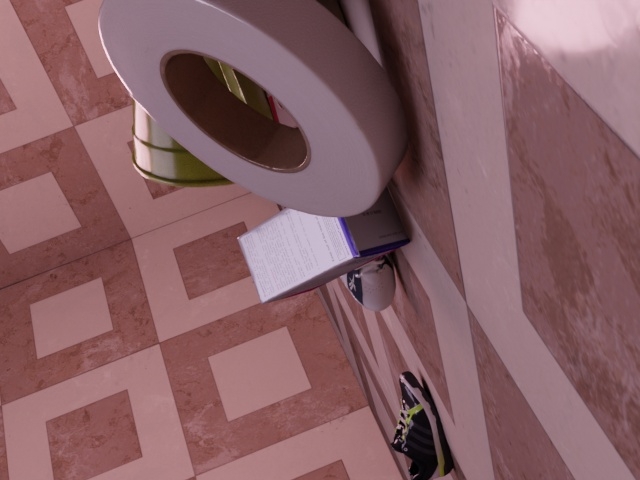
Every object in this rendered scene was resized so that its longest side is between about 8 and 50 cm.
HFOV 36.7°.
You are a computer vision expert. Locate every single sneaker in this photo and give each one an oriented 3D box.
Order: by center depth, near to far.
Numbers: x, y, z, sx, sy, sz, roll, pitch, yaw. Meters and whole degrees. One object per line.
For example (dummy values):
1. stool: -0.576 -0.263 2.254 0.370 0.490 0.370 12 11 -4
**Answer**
1. sneaker: 0.066 0.018 1.487 0.153 0.094 0.234 -96 -3 -74
2. sneaker: 0.173 0.357 1.784 0.084 0.097 0.234 -126 15 -71

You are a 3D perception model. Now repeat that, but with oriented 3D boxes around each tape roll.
1. tape roll: -0.083 -0.172 1.126 0.392 0.072 0.392 28 158 12

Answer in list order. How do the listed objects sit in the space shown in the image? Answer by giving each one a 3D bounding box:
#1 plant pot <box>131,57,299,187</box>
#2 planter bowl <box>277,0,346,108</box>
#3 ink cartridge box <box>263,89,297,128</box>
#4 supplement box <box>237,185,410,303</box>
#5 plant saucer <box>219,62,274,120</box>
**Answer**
1. plant pot: -0.226 -0.344 1.938 0.366 0.367 0.352 -119 20 -57
2. planter bowl: -0.027 -0.259 1.212 0.162 0.109 0.162 159 90 -85
3. ink cartridge box: -0.079 -0.323 1.574 0.172 0.100 0.237 75 172 -55
4. supplement box: 0.000 0.000 1.373 0.220 0.111 0.113 -30 78 44
5. plant saucer: -0.121 -0.246 1.563 0.241 0.037 0.240 157 90 -85
